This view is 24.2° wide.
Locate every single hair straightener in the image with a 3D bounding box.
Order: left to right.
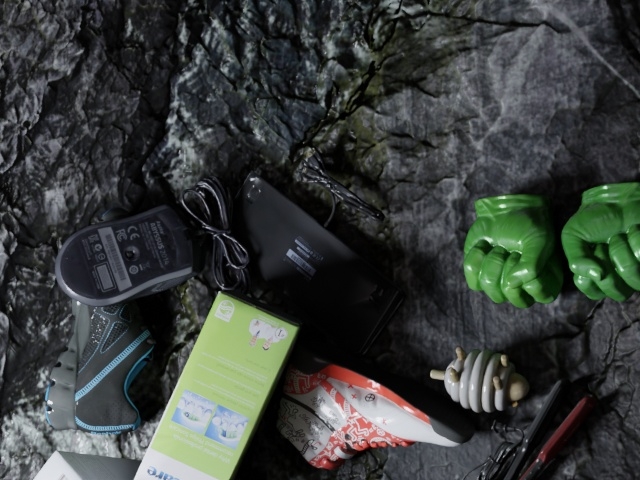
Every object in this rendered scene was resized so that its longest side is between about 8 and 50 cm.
[{"bbox_3d":[0.251,0.269,1.907,0.089,0.047,0.230,39,101,30],"label":"hair straightener"}]

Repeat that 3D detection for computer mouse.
[{"bbox_3d":[-0.244,0.027,2.146,0.272,0.072,0.189,-14,78,-12],"label":"computer mouse"}]

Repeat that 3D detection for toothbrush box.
[{"bbox_3d":[-0.133,0.216,2.010,0.122,0.206,0.283,23,90,2],"label":"toothbrush box"}]

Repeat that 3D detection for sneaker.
[{"bbox_3d":[-0.303,0.121,2.213,0.139,0.125,0.341,9,78,2],"label":"sneaker"},{"bbox_3d":[0.066,0.249,1.987,0.270,0.090,0.145,24,106,20],"label":"sneaker"}]

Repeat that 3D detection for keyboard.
[{"bbox_3d":[0.000,0.000,2.111,0.317,0.033,0.202,39,104,29],"label":"keyboard"}]

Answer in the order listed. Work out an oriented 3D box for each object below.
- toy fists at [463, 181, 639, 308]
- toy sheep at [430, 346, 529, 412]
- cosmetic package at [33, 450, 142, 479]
[{"bbox_3d":[0.312,0.009,1.905,0.279,0.096,0.142,-6,76,25],"label":"toy fists"},{"bbox_3d":[0.205,0.179,1.923,0.132,0.091,0.091,12,83,23],"label":"toy sheep"},{"bbox_3d":[-0.285,0.361,2.055,0.117,0.231,0.085,42,98,30],"label":"cosmetic package"}]
